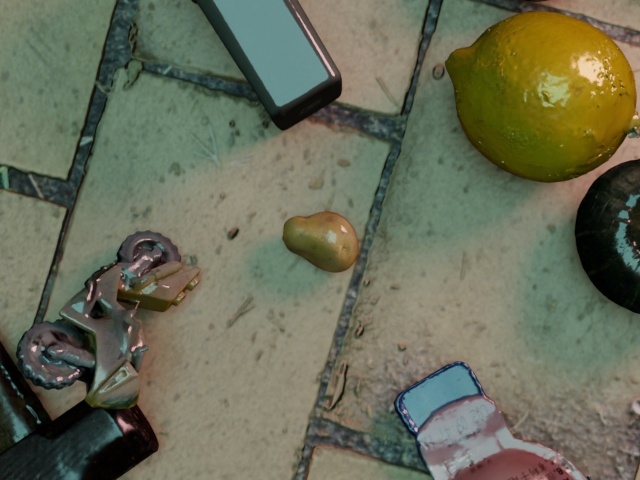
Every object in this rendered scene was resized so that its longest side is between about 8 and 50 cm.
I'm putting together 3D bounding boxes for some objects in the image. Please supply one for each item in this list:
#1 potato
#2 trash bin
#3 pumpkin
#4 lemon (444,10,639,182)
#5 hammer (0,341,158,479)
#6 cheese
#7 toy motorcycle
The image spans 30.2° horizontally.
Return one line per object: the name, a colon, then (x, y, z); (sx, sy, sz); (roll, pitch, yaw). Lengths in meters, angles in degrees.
potato: (0.000, 0.000, 1.266); (0.083, 0.062, 0.068); (5, 117, 3)
trash bin: (-0.072, -0.238, 1.228); (0.101, 0.177, 0.236); (-31, 89, 0)
pumpkin: (0.348, -0.005, 1.218); (0.167, 0.125, 0.167); (3, 78, -14)
lemon: (0.224, -0.148, 1.208); (0.206, 0.173, 0.173); (25, 89, 0)
hammer: (-0.373, 0.125, 1.269); (0.242, 0.095, 0.409); (-33, 84, 1)
cheese: (0.183, 0.267, 1.238); (0.189, 0.074, 0.286); (-32, 82, 0)
toy motorcycle: (-0.205, 0.089, 1.228); (0.130, 0.094, 0.229); (38, 50, 4)
